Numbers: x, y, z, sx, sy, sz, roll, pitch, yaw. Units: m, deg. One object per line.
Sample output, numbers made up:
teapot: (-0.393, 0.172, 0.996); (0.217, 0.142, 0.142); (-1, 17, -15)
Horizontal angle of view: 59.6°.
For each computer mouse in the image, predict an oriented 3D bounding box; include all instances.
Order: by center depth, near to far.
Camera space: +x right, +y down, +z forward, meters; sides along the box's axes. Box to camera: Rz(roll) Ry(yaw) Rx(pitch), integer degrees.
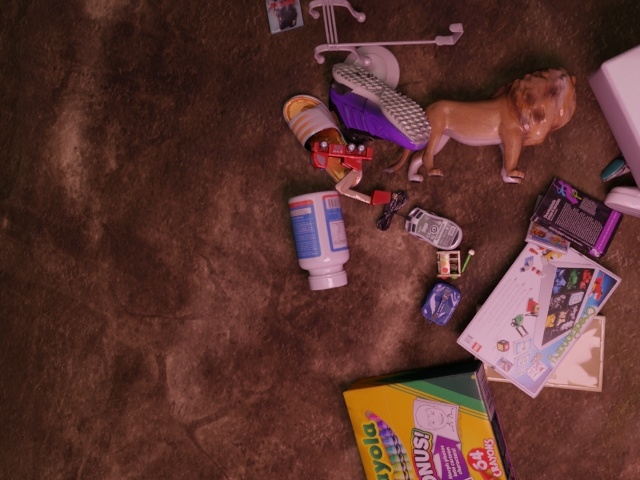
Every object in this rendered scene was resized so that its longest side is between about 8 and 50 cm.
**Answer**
computer mouse: (0.234, -0.035, 1.290); (0.193, 0.042, 0.106); (28, 96, 18)

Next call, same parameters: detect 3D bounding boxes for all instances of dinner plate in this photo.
dinner plate: (0.114, -0.390, 1.312); (0.141, 0.017, 0.141); (1, 95, 17)

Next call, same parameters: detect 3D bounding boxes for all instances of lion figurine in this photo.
lion figurine: (0.333, -0.247, 1.199); (0.392, 0.142, 0.240); (4, 87, 20)

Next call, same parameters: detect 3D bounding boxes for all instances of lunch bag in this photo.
lunch bag: (0.273, 0.145, 1.275); (0.067, 0.065, 0.098); (27, 100, 13)

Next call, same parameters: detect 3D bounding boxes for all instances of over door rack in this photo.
over door rack: (0.135, -0.526, 1.245); (0.324, 0.108, 0.239); (-7, 83, 2)

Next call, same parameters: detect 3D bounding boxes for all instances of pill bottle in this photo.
pill bottle: (0.000, 0.000, 1.313); (0.124, 0.124, 0.221); (-9, 91, 16)

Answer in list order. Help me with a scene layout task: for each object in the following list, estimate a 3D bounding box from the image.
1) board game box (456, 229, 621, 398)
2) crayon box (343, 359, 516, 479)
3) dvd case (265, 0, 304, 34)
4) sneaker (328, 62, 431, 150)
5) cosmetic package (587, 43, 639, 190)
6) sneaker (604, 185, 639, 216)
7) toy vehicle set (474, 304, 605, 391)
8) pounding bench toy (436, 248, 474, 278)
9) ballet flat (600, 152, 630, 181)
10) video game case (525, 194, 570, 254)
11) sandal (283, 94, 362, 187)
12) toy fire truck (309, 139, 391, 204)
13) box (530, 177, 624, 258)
board game box: (0.460, 0.152, 1.192); (0.193, 0.053, 0.305); (37, 91, 18)
crayon box: (0.254, 0.479, 1.263); (0.313, 0.106, 0.362); (-16, 89, 24)
dvd case: (-0.090, -0.571, 1.359); (0.087, 0.013, 0.119); (-9, 90, 16)
sneaker: (0.121, -0.267, 1.256); (0.293, 0.102, 0.146); (47, 137, 28)
cosmetic package: (0.683, -0.147, 0.975); (0.230, 0.161, 0.453); (-24, 90, 18)
sneaker: (0.734, -0.114, 1.117); (0.293, 0.108, 0.169); (12, 94, 6)
toy vehicle set: (0.480, 0.236, 1.239); (0.267, 0.035, 0.165); (3, 94, 15)
pounding bench toy: (0.308, 0.054, 1.267); (0.083, 0.052, 0.065); (-3, 93, 16)
ballet flat: (0.639, -0.165, 1.169); (0.041, 0.041, 0.114); (36, 103, 11)
video game case: (0.495, -0.035, 1.193); (0.087, 0.011, 0.122); (21, 63, 11)
sandal: (0.006, -0.241, 1.320); (0.102, 0.076, 0.265); (-39, 83, 14)
toy fire truck: (0.067, -0.153, 1.282); (0.192, 0.047, 0.135); (4, 93, -10)
box: (0.540, -0.049, 1.178); (0.162, 0.029, 0.116); (33, 65, 11)
